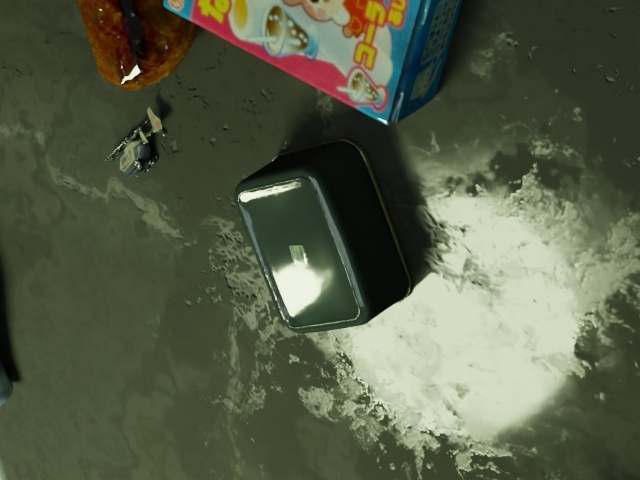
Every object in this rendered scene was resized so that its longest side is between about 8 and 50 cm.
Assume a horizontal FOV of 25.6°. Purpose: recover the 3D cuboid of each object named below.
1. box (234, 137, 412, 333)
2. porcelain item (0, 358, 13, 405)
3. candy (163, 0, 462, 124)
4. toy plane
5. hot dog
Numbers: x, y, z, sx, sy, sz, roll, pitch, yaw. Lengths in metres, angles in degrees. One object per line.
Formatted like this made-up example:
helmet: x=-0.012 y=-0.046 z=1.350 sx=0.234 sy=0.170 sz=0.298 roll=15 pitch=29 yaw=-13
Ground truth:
box: x=0.000 y=0.000 z=1.571 sx=0.144 sy=0.090 sz=0.201 roll=-10 pitch=105 yaw=38
porcelain item: x=-0.518 y=0.121 z=1.992 sx=0.141 sy=0.141 sz=0.259 roll=4 pitch=121 yaw=35
candy: x=-0.010 y=-0.260 z=1.445 sx=0.306 sy=0.100 sz=0.157 roll=29 pitch=127 yaw=21
toy plane: x=-0.221 y=-0.113 z=1.719 sx=0.121 sy=0.031 sz=0.049 roll=-41 pitch=76 yaw=44
hot dog: x=-0.219 y=-0.284 z=1.585 sx=0.160 sy=0.099 sz=0.227 roll=10 pitch=119 yaw=33
